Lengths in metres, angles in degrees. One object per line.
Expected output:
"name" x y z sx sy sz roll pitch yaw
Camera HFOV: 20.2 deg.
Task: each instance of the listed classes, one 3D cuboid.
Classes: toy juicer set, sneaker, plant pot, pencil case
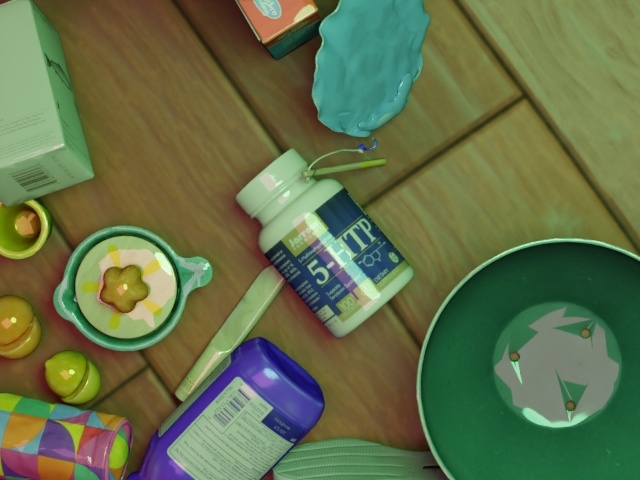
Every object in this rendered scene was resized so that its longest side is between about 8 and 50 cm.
"toy juicer set" -0.216 0.086 1.929 0.329 0.089 0.209 15 95 4
"sneaker" 0.074 0.275 1.917 0.258 0.094 0.091 4 119 15
"plant pot" 0.245 0.137 1.836 0.290 0.195 0.290 0 93 4
"pencil case" -0.321 0.216 1.938 0.236 0.104 0.104 10 95 11

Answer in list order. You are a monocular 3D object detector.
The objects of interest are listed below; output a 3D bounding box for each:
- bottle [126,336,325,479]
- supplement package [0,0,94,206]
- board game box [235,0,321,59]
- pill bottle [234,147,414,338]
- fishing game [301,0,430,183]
"bottle" -0.124 0.235 1.925 0.118 0.092 0.283 40 101 -16
"supplement package" -0.318 -0.145 1.887 0.105 0.105 0.179 -19 71 6
"board game box" -0.106 -0.339 1.815 0.064 0.242 0.316 -31 91 2
"pill bottle" 0.000 0.000 1.893 0.112 0.112 0.187 -41 90 6
"fishing game" 0.047 -0.196 1.856 0.041 0.189 0.264 24 117 35
